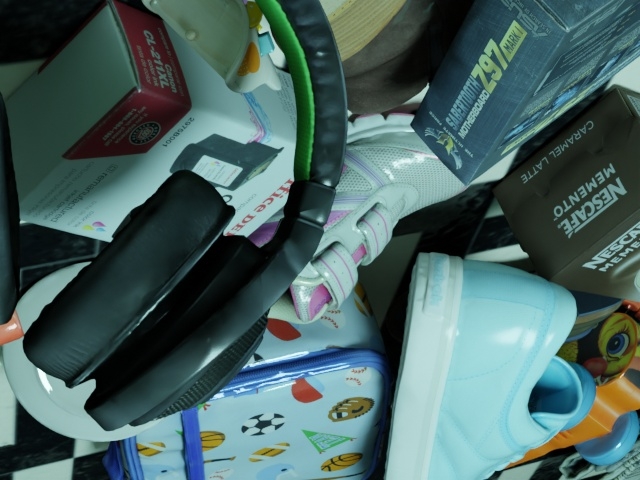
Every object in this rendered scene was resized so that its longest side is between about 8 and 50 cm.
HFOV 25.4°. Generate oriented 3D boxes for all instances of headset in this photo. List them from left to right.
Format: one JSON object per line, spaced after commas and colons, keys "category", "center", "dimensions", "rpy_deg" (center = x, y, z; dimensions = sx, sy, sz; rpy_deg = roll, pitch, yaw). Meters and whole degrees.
{"category": "headset", "center": [-0.143, 0.009, 0.726], "dimensions": [0.243, 0.394, 0.185], "rpy_deg": [23, 176, -9]}

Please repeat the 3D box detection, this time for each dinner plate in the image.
{"category": "dinner plate", "center": [-0.160, 0.084, 1.033], "dimensions": [0.141, 0.017, 0.141], "rpy_deg": [-2, 107, -7]}

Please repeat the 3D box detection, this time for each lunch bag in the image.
{"category": "lunch bag", "center": [-0.067, 0.153, 1.212], "dimensions": [0.243, 0.115, 0.303], "rpy_deg": [-14, 149, -11]}

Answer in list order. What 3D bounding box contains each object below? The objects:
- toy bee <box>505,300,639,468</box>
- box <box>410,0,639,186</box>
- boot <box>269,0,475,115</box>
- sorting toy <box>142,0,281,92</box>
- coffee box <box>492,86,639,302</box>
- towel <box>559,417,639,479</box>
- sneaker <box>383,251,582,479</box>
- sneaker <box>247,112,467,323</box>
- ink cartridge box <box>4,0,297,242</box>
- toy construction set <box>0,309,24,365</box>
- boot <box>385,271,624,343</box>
{"category": "toy bee", "center": [0.282, 0.138, 1.409], "dimensions": [0.298, 0.162, 0.195], "rpy_deg": [-1, 144, 28]}
{"category": "box", "center": [0.170, -0.147, 0.818], "dimensions": [0.232, 0.059, 0.183], "rpy_deg": [-36, 167, -22]}
{"category": "boot", "center": [0.088, -0.172, 0.834], "dimensions": [0.248, 0.090, 0.207], "rpy_deg": [-29, 163, 9]}
{"category": "sorting toy", "center": [-0.050, -0.116, 0.818], "dimensions": [0.045, 0.083, 0.075], "rpy_deg": [-45, 153, 2]}
{"category": "coffee box", "center": [0.280, -0.025, 1.166], "dimensions": [0.246, 0.098, 0.141], "rpy_deg": [10, 137, -44]}
{"category": "towel", "center": [0.489, 0.220, 1.721], "dimensions": [0.324, 0.056, 0.312], "rpy_deg": [0, 150, -42]}
{"category": "sneaker", "center": [0.133, 0.152, 1.166], "dimensions": [0.150, 0.135, 0.366], "rpy_deg": [9, 146, 5]}
{"category": "sneaker", "center": [0.000, 0.000, 0.999], "dimensions": [0.252, 0.111, 0.103], "rpy_deg": [-24, 151, 2]}
{"category": "ink cartridge box", "center": [-0.095, -0.059, 0.873], "dimensions": [0.127, 0.072, 0.175], "rpy_deg": [-40, 146, 27]}
{"category": "toy construction set", "center": [-0.341, 0.071, 0.863], "dimensions": [0.327, 0.151, 0.215], "rpy_deg": [-7, 149, -5]}
{"category": "boot", "center": [0.164, 0.074, 1.266], "dimensions": [0.219, 0.082, 0.106], "rpy_deg": [-10, 154, -6]}
